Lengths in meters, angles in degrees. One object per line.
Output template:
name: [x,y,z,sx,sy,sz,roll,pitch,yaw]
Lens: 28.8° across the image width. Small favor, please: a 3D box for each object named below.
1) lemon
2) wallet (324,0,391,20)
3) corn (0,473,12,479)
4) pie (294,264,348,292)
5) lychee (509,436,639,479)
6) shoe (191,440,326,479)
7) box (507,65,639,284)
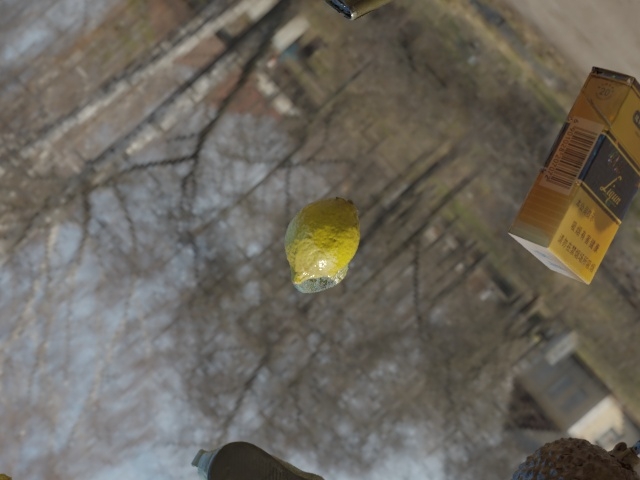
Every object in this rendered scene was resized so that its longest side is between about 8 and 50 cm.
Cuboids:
lemon: [0.000,0.000,1.129,0.065,0.092,0.065,33,178,2]
wallet: [0.098,-0.330,1.491,0.110,0.198,0.031,48,163,50]
corn: [-0.475,0.471,1.873,0.093,0.093,0.244,35,-147,-73]
pie: [0.000,0.043,1.722,0.084,0.084,0.021,43,-160,-55]
lychee: [0.354,0.358,1.703,0.200,0.238,0.200,50,180,-1]
shoe: [-0.051,0.343,1.664,0.275,0.103,0.098,35,162,-26]
box: [0.340,-0.080,1.566,0.070,0.237,0.152,27,176,37]
